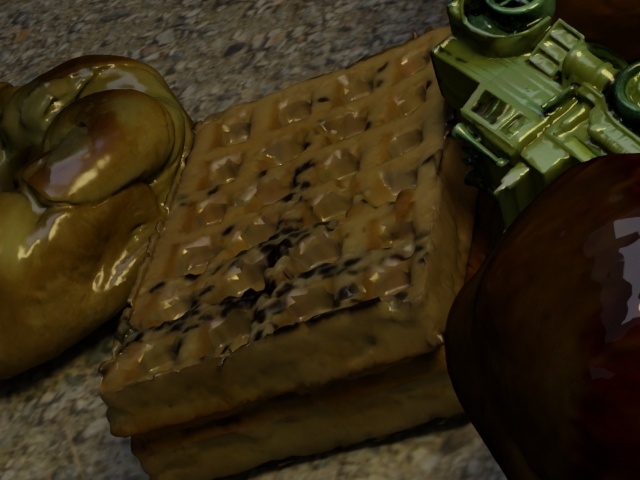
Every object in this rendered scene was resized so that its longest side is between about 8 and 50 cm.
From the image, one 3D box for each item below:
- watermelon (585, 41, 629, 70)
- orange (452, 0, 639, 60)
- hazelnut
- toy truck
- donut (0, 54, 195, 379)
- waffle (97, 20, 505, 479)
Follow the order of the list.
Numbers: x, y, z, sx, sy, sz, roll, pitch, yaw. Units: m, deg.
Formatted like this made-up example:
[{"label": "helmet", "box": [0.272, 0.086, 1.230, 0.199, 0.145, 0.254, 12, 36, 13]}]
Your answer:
[{"label": "watermelon", "box": [0.186, -0.096, 1.215, 0.109, 0.109, 0.109, -21, 29, 12]}, {"label": "orange", "box": [0.200, -0.291, 1.270, 0.293, 0.340, 0.340, -37, 29, -23]}, {"label": "hazelnut", "box": [0.182, 0.051, 0.864, 0.218, 0.218, 0.234, -31, 28, -5]}, {"label": "toy truck", "box": [0.156, -0.055, 1.057, 0.135, 0.128, 0.259, -34, 53, -10]}, {"label": "donut", "box": [-0.266, -0.021, 1.421, 0.360, 0.170, 0.360, -21, 27, 11]}, {"label": "waffle", "box": [0.000, 0.000, 1.204, 0.261, 0.114, 0.376, -15, 31, 21]}]
